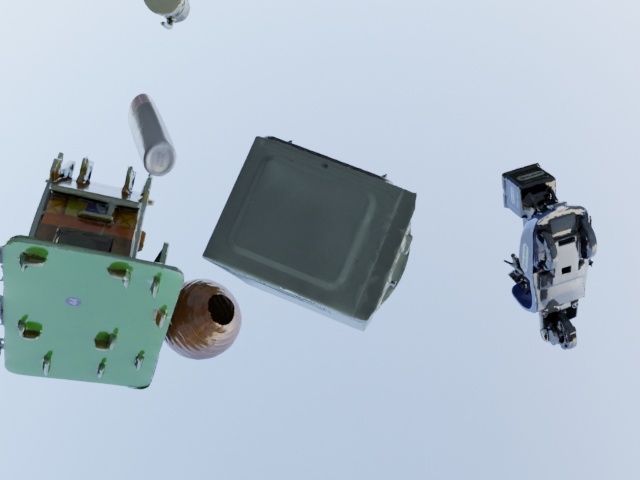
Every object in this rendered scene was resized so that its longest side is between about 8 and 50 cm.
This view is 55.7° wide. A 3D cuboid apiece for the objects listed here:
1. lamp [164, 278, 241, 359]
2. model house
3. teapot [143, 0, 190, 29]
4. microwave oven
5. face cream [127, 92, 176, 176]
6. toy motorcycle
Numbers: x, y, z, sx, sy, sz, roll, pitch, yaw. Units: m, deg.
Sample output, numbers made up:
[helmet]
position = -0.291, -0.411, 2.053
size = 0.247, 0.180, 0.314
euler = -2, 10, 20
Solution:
[lamp]
position = -0.198, 0.129, 0.998
size = 0.136, 0.136, 0.136
euler = -5, -126, 8
[model house]
position = -0.350, 0.032, 0.991
size = 0.242, 0.358, 0.313
euler = 12, -136, -14
[teapot]
position = -0.209, -0.329, 0.843
size = 0.057, 0.083, 0.067
euler = 12, -81, 0
[microwave oven]
position = 0.000, 0.000, 0.822
size = 0.237, 0.295, 0.181
euler = 22, -98, 7
[face cream]
position = -0.307, -0.191, 1.094
size = 0.057, 0.084, 0.198
euler = 4, -147, -29
[toy motorcycle]
position = 0.446, 0.044, 1.204
size = 0.125, 0.359, 0.213
euler = -16, -149, -5
